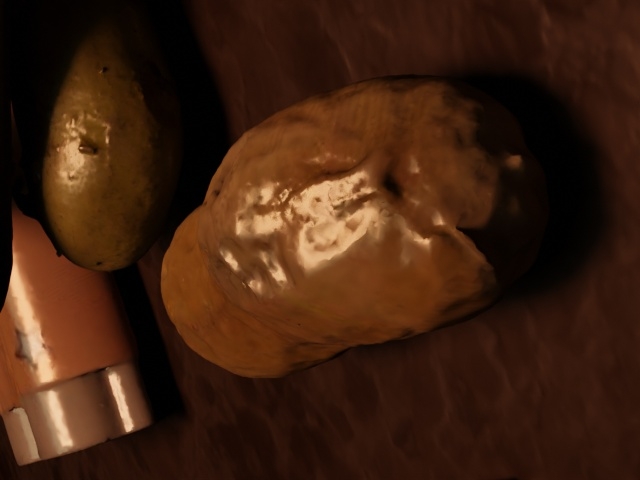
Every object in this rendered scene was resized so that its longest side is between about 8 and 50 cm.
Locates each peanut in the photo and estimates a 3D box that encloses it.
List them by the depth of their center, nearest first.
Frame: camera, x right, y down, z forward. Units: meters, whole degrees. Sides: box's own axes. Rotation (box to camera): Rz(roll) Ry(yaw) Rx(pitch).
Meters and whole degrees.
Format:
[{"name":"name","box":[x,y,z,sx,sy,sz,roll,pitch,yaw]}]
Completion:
[{"name":"peanut","box":[0.000,0.000,0.412,0.214,0.099,0.099,-31,78,65]}]

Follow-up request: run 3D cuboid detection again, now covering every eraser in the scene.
[{"name":"eraser","box":[-0.200,-0.001,0.741,0.171,0.087,0.290,-28,79,61]}]

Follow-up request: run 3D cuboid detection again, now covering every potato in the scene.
[{"name":"potato","box":[-0.117,-0.080,0.563,0.105,0.085,0.188,-26,77,41]}]

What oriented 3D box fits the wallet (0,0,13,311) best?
[{"name":"wallet","box":[-0.185,-0.093,0.555,0.168,0.052,0.245,43,129,54]}]
